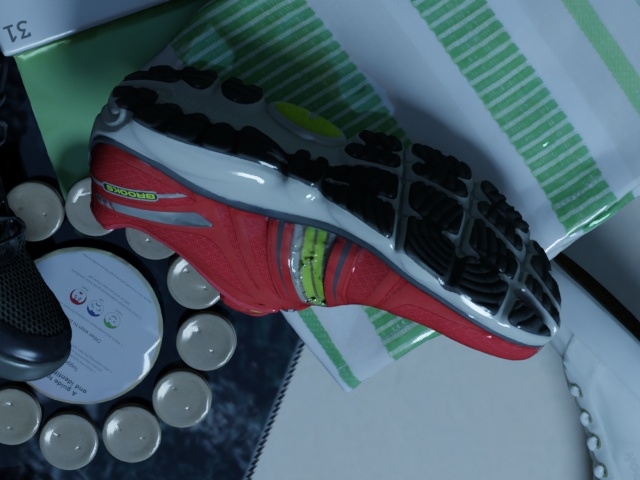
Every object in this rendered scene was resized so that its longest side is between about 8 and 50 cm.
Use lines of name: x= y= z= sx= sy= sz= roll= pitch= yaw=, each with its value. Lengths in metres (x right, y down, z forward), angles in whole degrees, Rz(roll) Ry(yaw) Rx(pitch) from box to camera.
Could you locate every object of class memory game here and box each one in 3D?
memory game: x=-0.143 y=0.051 z=1.120 sx=0.186 sy=0.012 sz=0.186 roll=0 pitch=102 yaw=-1

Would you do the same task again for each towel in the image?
towel: x=0.074 y=-0.088 z=1.048 sx=0.325 sy=0.038 sz=0.248 roll=-35 pitch=98 yaw=18

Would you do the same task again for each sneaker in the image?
sneaker: x=0.191 y=0.142 z=1.111 sx=0.123 sy=0.106 sz=0.290 roll=-38 pitch=92 yaw=10
sneaker: x=0.000 y=0.000 z=1.031 sx=0.279 sy=0.107 sz=0.118 roll=26 pitch=126 yaw=5
sneaker: x=-0.206 y=-0.031 z=1.044 sx=0.227 sy=0.087 sz=0.130 roll=51 pitch=121 yaw=11

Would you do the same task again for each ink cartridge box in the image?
ink cartridge box: x=-0.107 y=-0.137 z=1.093 sx=0.171 sy=0.056 sz=0.235 roll=-19 pitch=95 yaw=-1
